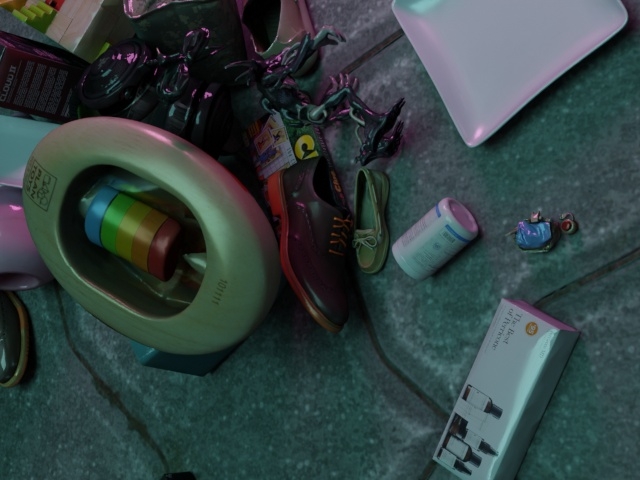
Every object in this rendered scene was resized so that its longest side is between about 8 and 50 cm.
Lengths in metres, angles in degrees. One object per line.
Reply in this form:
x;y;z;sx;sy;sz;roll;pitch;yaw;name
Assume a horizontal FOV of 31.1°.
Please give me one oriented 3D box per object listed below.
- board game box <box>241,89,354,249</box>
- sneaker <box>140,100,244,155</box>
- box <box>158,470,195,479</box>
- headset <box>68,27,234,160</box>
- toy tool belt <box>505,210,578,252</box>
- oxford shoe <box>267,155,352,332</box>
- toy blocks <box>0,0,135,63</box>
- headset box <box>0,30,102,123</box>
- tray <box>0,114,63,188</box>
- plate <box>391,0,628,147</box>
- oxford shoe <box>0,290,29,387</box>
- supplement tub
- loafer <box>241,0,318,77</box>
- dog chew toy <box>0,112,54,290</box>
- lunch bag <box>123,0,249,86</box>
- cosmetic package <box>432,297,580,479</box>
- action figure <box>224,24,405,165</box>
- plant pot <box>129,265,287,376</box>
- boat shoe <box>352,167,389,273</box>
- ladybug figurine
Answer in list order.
-0.036;-0.092;1.794;0.136;0.030;0.260;-33;64;29;board game box
-0.219;-0.181;1.939;0.222;0.083;0.118;39;130;27;sneaker
-0.225;0.420;1.850;0.052;0.062;0.083;-52;55;23;box
-0.247;-0.190;1.721;0.394;0.243;0.185;-44;24;55;headset
0.287;-0.012;1.500;0.083;0.051;0.052;-15;74;37;toy tool belt
0.000;0.000;1.674;0.098;0.097;0.271;-29;66;27;oxford shoe
-0.426;-0.482;2.098;0.381;0.191;0.261;35;94;38;toy blocks
-0.541;-0.303;2.069;0.218;0.293;0.110;29;102;38;headset box
-0.491;-0.143;2.045;0.030;0.270;0.145;110;168;-58;tray
0.256;-0.308;1.574;0.278;0.045;0.277;-40;60;28;plate
-0.665;0.123;2.211;0.130;0.132;0.364;-43;59;26;oxford shoe
0.159;-0.002;1.592;0.107;0.071;0.071;-42;59;27;supplement tub
-0.082;-0.385;1.832;0.102;0.092;0.268;-37;62;30;loafer
-0.559;-0.080;2.122;0.206;0.206;0.332;-20;63;36;dog chew toy
-0.228;-0.413;1.847;0.169;0.235;0.287;-14;62;3;lunch bag
0.240;0.204;1.501;0.099;0.060;0.239;29;102;38;cosmetic package
0.001;-0.223;1.694;0.275;0.164;0.141;32;78;20;action figure
-0.177;0.074;1.806;0.234;0.165;0.165;-38;61;18;plant pot
0.068;-0.029;1.684;0.056;0.048;0.153;3;85;40;boat shoe
-0.235;-0.017;1.650;0.449;0.162;0.305;31;113;21;ladybug figurine
